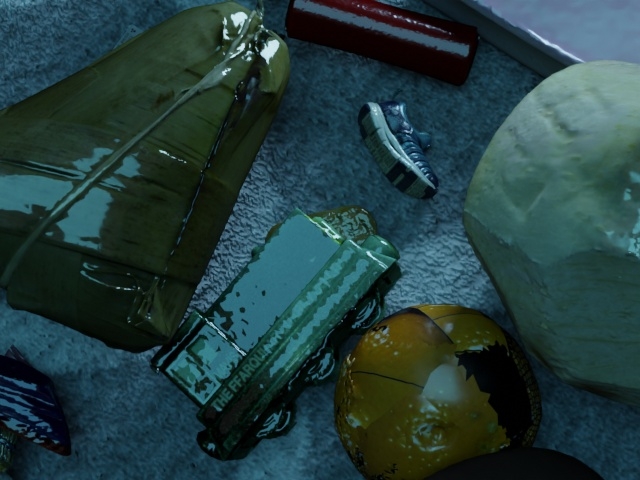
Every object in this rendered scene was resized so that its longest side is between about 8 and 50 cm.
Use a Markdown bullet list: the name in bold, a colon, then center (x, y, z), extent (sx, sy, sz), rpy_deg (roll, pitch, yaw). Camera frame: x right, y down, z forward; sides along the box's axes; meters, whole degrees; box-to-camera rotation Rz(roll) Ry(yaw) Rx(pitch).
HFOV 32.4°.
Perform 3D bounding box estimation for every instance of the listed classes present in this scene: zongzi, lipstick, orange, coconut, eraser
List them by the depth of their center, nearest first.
- **coconut**: center (0.346, 0.003, 1.174), extent (0.344, 0.415, 0.415), rpy_deg (-27, 77, -21)
- **orange**: center (0.130, 0.184, 1.239), extent (0.234, 0.182, 0.234), rpy_deg (4, 107, 13)
- **zongzi**: center (-0.287, -0.173, 1.247), extent (0.467, 0.218, 0.500), rpy_deg (28, 80, -17)
- **eraser**: center (0.329, -0.335, 1.358), extent (0.359, 0.122, 0.272), rpy_deg (36, 85, 12)
- **lipstick**: center (0.077, -0.261, 1.381), extent (0.241, 0.080, 0.080), rpy_deg (17, 82, 2)

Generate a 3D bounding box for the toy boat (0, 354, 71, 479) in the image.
- **toy boat**: center (-0.442, 0.267, 1.354), extent (0.219, 0.072, 0.318), rpy_deg (44, 105, 10)

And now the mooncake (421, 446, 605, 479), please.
- **mooncake**: center (0.174, 0.382, 1.163), extent (0.326, 0.334, 0.174), rpy_deg (-6, 36, -21)

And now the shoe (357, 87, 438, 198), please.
- **shoe**: center (0.106, -0.117, 1.376), extent (0.071, 0.064, 0.143), rpy_deg (-29, 82, -18)

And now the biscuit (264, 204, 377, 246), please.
- **biscuit**: center (0.000, 0.000, 1.383), extent (0.147, 0.018, 0.071), rpy_deg (-15, 82, 5)

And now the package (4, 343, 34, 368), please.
- **package**: center (-0.397, 0.178, 1.388), extent (0.083, 0.029, 0.059), rpy_deg (-43, 84, 3)

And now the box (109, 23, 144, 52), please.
- **box**: center (-0.285, -0.180, 1.438), extent (0.055, 0.039, 0.218), rpy_deg (36, 85, 13)

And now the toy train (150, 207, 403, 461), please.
- **toy train**: center (-0.052, 0.104, 1.307), extent (0.178, 0.138, 0.330), rpy_deg (40, 88, 14)
